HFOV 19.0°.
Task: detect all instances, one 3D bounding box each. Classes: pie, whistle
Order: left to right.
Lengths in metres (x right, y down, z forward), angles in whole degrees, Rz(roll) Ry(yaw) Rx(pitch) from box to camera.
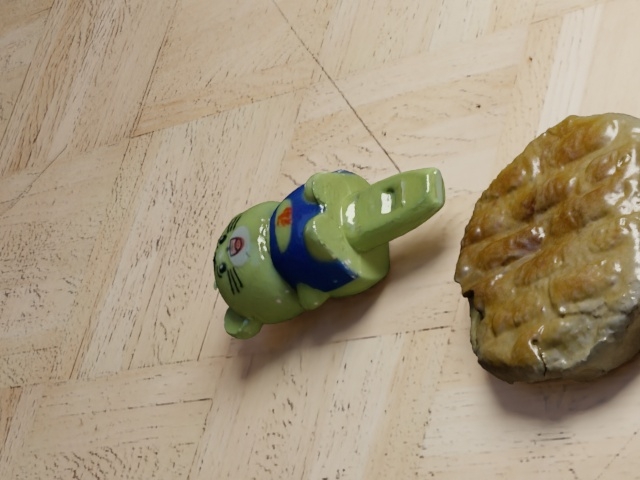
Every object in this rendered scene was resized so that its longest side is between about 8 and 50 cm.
[{"bbox_3d":[0.000,0.000,1.403,0.227,0.085,0.105,-24,55,39],"label":"whistle"},{"bbox_3d":[0.159,0.007,1.232,0.195,0.046,0.195,-30,42,32],"label":"pie"}]
